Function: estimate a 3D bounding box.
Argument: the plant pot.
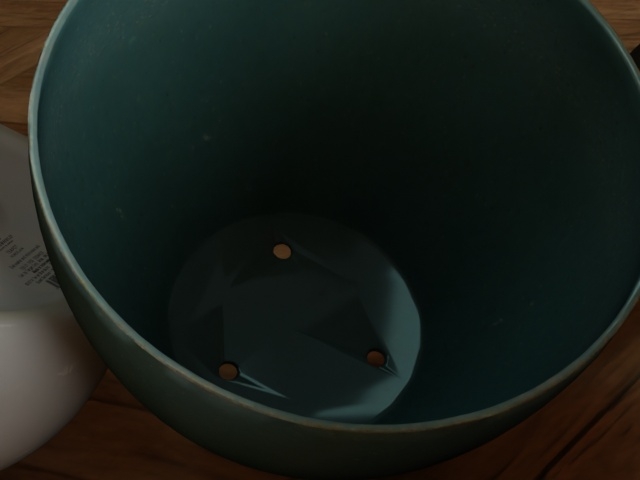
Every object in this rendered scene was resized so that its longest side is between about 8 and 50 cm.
[{"bbox_3d":[0.000,0.000,0.929,0.290,0.195,0.290,5,60,-8],"label":"plant pot"}]

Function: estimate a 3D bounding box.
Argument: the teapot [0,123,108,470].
[{"bbox_3d":[-0.231,0.050,1.022,0.256,0.187,0.252,4,34,-30],"label":"teapot"}]

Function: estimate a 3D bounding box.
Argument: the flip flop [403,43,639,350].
[{"bbox_3d":[0.162,-0.021,1.068,0.112,0.080,0.277,30,63,33],"label":"flip flop"}]
